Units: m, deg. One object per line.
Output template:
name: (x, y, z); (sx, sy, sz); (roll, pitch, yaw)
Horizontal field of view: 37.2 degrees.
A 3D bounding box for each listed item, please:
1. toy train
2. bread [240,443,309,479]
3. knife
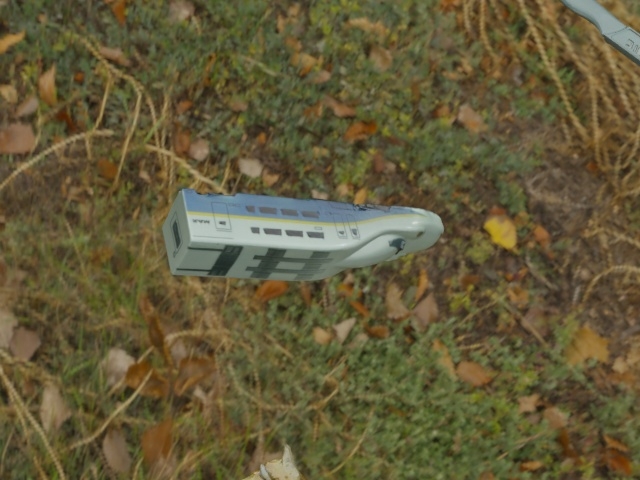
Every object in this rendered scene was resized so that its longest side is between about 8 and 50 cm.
toy train: (0.000, 0.000, 0.724); (0.233, 0.052, 0.051); (4, 54, -28)
bread: (-0.063, 0.257, 0.796); (0.147, 0.152, 0.127); (-23, 80, -11)
knife: (0.264, -0.190, 0.859); (0.028, 0.015, 0.210); (-27, 59, -26)
